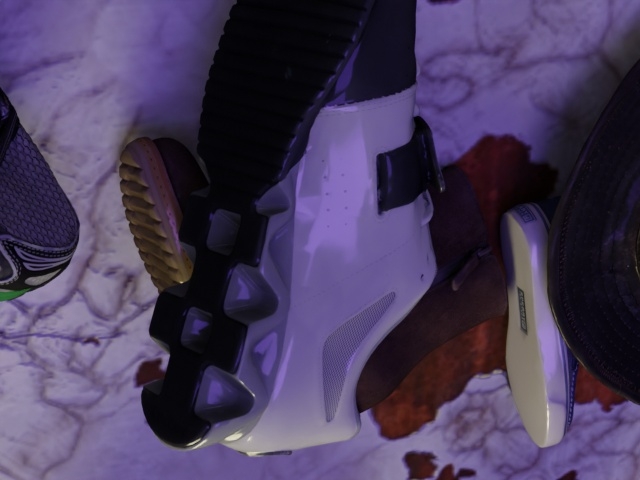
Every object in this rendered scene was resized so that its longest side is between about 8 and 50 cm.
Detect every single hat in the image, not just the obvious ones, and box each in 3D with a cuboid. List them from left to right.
[{"bbox_3d":[0.315,-0.015,0.984,0.331,0.134,0.331,-8,112,-22],"label":"hat"}]

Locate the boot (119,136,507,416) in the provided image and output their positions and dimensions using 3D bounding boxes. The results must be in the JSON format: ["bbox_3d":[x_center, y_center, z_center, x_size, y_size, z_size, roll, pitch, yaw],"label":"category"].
[{"bbox_3d":[0.000,0.000,0.975,0.207,0.090,0.248,-32,120,-14],"label":"boot"}]

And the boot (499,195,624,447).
[{"bbox_3d":[0.177,0.054,1.049,0.086,0.069,0.190,-15,122,-14],"label":"boot"}]

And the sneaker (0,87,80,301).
[{"bbox_3d":[-0.212,-0.096,0.776,0.146,0.134,0.343,-19,133,11],"label":"sneaker"}]

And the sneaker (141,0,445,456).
[{"bbox_3d":[0.010,-0.036,0.867,0.146,0.122,0.330,12,100,-36],"label":"sneaker"}]
